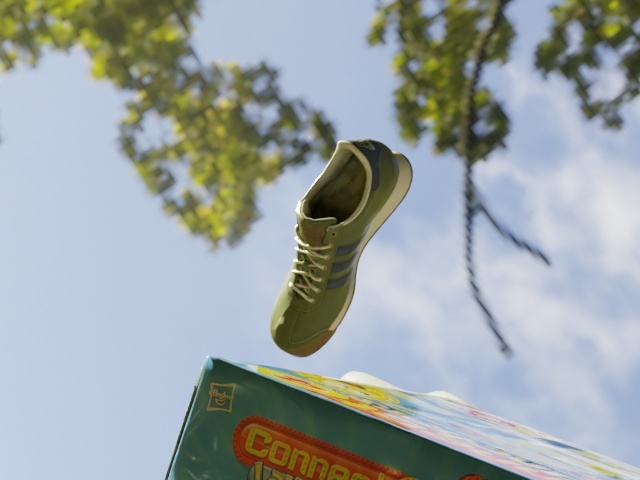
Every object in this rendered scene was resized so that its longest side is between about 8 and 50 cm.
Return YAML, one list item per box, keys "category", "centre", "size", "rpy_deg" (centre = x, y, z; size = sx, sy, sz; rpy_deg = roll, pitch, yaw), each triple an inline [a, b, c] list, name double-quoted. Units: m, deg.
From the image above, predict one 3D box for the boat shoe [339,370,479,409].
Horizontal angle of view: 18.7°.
- category: "boat shoe"
  centre: [0.081, 0.192, 1.720]
  size: [0.109, 0.094, 0.302]
  rpy_deg: [51, -19, -22]

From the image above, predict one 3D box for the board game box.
- category: "board game box"
  centre: [0.120, 0.164, 1.102]
  size: [0.308, 0.302, 0.086]
  rpy_deg: [18, -89, 30]

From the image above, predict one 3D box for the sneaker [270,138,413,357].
- category: "sneaker"
  centre: [0.000, 0.000, 1.592]
  size: [0.064, 0.192, 0.086]
  rpy_deg: [30, 1, 32]
